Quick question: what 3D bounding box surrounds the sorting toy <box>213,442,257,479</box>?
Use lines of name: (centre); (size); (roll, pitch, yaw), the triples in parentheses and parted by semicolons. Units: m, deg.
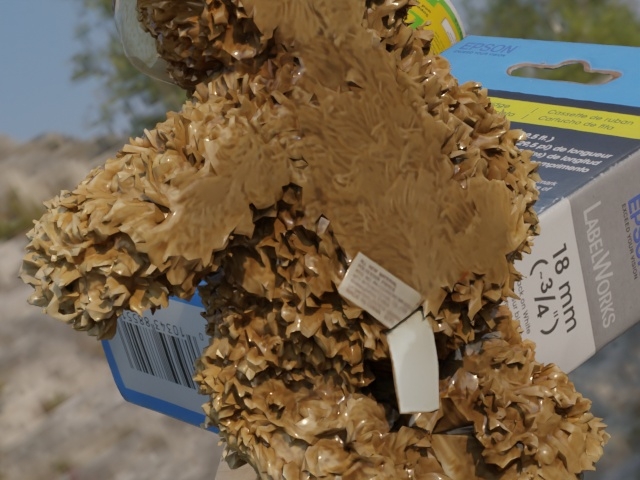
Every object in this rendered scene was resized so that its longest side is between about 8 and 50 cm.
sorting toy: (0.044, 0.192, 1.485); (0.257, 0.089, 0.255); (-21, 22, 17)

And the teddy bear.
teddy bear: (0.000, 0.000, 0.697); (0.245, 0.338, 0.113); (-41, 16, -32)

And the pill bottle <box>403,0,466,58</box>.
pill bottle: (0.025, -0.116, 1.422); (0.136, 0.136, 0.246); (-33, 12, 30)

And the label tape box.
label tape box: (0.068, -0.003, 1.030); (0.333, 0.106, 0.240); (-31, 28, -33)
